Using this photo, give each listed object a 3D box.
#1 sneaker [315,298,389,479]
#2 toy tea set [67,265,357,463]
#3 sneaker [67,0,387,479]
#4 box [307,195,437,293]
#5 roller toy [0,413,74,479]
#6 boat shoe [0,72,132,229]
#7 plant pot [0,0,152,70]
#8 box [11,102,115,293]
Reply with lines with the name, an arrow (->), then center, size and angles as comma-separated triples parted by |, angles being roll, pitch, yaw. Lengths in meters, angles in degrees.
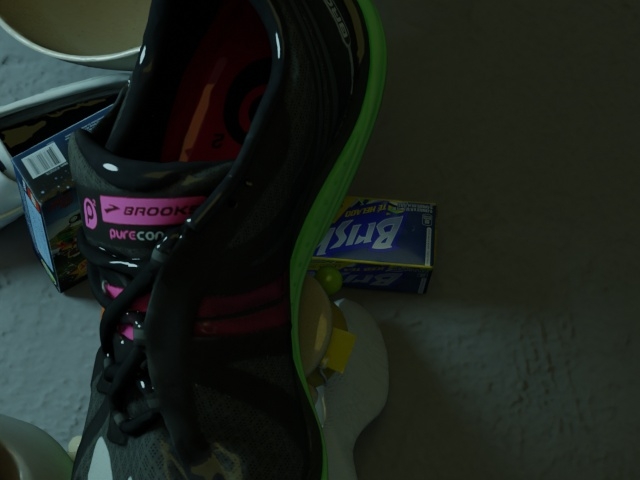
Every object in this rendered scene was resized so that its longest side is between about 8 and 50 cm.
sneaker -> -0.014, 0.135, 1.354 | 0.080, 0.094, 0.212 | 42, 45, -32
toy tea set -> -0.087, 0.165, 1.315 | 0.200, 0.124, 0.336 | 19, 83, 35
sneaker -> -0.092, 0.029, 1.165 | 0.185, 0.202, 0.482 | -3, 71, 31
box -> 0.000, 0.000, 1.412 | 0.169, 0.059, 0.054 | 4, 68, -1
roller toy -> -0.249, 0.201, 1.240 | 0.209, 0.146, 0.191 | 34, 95, 43
boat shoe -> -0.241, -0.052, 1.405 | 0.268, 0.088, 0.096 | -19, 70, -11
plant pot -> -0.099, -0.247, 1.419 | 0.284, 0.191, 0.284 | -6, 77, 28
box -> -0.104, -0.063, 1.379 | 0.233, 0.159, 0.044 | -30, 70, -14
